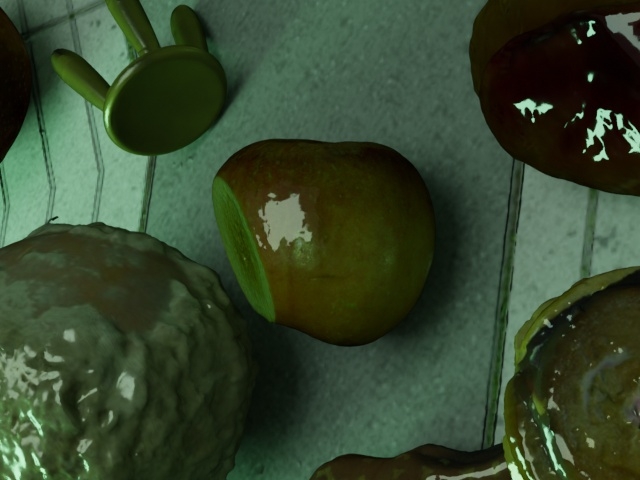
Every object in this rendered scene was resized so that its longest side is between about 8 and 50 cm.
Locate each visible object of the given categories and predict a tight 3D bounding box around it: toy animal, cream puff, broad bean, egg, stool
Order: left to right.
[{"bbox_3d":[-0.193,0.118,1.232,0.310,0.279,0.279,-27,63,29],"label":"egg"},{"bbox_3d":[-0.150,-0.145,1.355,0.134,0.135,0.110,-22,51,-15],"label":"stool"},{"bbox_3d":[0.084,0.185,1.101,0.224,0.066,0.229,19,88,37],"label":"toy animal"},{"bbox_3d":[0.195,-0.108,1.040,0.228,0.122,0.156,18,117,48],"label":"broad bean"},{"bbox_3d":[0.193,0.108,0.971,0.189,0.129,0.189,-2,68,5],"label":"cream puff"}]

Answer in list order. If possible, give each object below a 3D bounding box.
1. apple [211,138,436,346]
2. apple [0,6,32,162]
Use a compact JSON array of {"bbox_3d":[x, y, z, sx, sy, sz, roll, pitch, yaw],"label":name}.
[{"bbox_3d":[0.001,0.000,1.151,0.146,0.163,0.147,-133,46,-85],"label":"apple"},{"bbox_3d":[-0.380,-0.144,1.486,0.230,0.230,0.230,-12,72,39],"label":"apple"}]
